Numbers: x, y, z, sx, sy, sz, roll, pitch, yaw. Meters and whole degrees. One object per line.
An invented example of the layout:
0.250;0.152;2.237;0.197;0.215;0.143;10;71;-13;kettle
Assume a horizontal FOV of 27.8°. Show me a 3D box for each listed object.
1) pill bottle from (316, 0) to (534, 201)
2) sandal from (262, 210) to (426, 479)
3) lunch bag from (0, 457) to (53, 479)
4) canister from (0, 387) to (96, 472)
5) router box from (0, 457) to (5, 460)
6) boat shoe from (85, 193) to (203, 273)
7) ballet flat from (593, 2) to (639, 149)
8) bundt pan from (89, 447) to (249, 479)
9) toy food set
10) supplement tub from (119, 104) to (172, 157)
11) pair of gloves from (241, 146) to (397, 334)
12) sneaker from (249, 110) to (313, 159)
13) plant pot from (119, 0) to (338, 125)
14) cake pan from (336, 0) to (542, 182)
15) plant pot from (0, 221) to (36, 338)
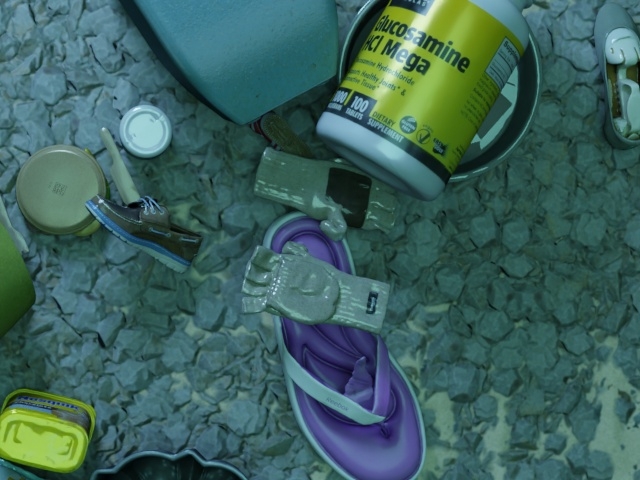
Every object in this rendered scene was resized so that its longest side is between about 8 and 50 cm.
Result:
0.152;-0.236;1.687;0.188;0.188;0.334;31;87;-8;pill bottle
0.023;0.161;1.776;0.169;0.102;0.416;-24;93;-7;sandal
-0.440;0.419;1.614;0.160;0.262;0.223;25;101;-10;lunch bag
-0.360;0.247;1.688;0.126;0.170;0.073;16;90;-9;canister
-0.498;0.278;1.735;0.122;0.038;0.092;-23;96;-8;router box
-0.233;-0.024;1.724;0.183;0.066;0.066;33;95;-43;boat shoe
0.438;-0.236;1.846;0.072;0.068;0.213;-6;92;-9;ballet flat
-0.197;0.427;1.729;0.330;0.124;0.331;0;94;-1;bundt pan
-0.349;-0.064;1.752;0.192;0.038;0.132;-23;88;-2;toy food set
-0.234;-0.143;1.726;0.071;0.107;0.071;0;92;-9;supplement tub
0.000;0.000;1.745;0.204;0.042;0.240;9;74;-13;pair of gloves
-0.056;-0.140;1.793;0.042;0.067;0.118;-41;127;-8;sneaker
-0.106;-0.294;1.683;0.247;0.248;0.252;-30;104;-7;plant pot
0.163;-0.226;1.812;0.293;0.054;0.293;0;92;-9;cake pan
-0.523;0.086;1.634;0.293;0.275;0.275;-28;96;-24;plant pot
